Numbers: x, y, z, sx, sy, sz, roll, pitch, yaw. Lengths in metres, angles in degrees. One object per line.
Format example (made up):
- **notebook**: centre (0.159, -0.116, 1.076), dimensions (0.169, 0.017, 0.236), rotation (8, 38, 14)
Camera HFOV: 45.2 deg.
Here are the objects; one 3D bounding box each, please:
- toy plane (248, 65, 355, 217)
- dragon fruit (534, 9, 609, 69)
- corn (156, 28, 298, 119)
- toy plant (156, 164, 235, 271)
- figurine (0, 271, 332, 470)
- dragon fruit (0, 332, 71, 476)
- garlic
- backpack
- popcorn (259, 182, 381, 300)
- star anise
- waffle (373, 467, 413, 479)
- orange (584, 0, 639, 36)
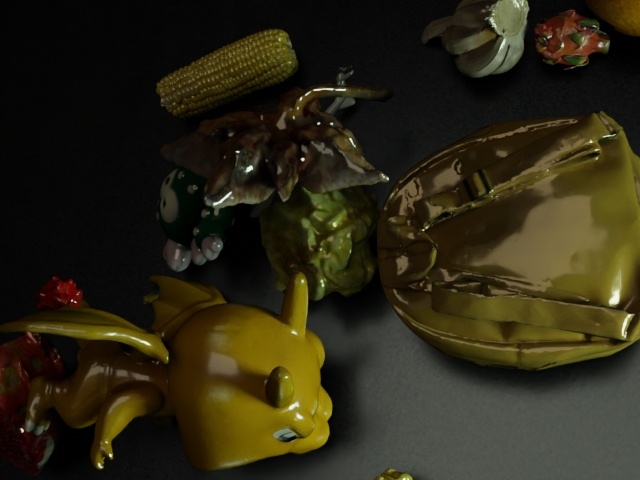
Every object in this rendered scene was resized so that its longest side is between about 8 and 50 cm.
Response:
- **toy plane**: centre (-0.032, -0.149, 1.250), dimensions (0.182, 0.107, 0.273), rotation (-15, 36, 56)
- **dragon fruit**: centre (0.385, -0.307, 1.174), dimensions (0.116, 0.086, 0.081), rotation (-3, 32, 7)
- **corn**: centre (-0.158, -0.285, 1.317), dimensions (0.244, 0.093, 0.093), rotation (-19, 67, 10)
- **toy plant**: centre (-0.191, -0.069, 1.211), dimensions (0.243, 0.113, 0.232), rotation (-17, 61, 55)
- **figurine**: centre (-0.194, 0.173, 1.028), dimensions (0.387, 0.401, 0.267), rotation (1, 83, 14)
- **dragon fruit**: centre (-0.415, 0.235, 1.150), dimensions (0.126, 0.274, 0.161), rotation (29, 50, 13)
- **garlic**: centre (0.235, -0.320, 1.214), dimensions (0.194, 0.127, 0.131), rotation (2, 50, 44)
- **backpack**: centre (0.266, -0.002, 1.033), dimensions (0.378, 0.201, 0.353), rotation (0, 72, 14)
- **popcorn**: centre (0.001, 0.000, 1.117), dimensions (0.186, 0.167, 0.187), rotation (-14, 70, 35)
- **star anise**: centre (-0.046, -0.142, 1.055), dimensions (0.350, 0.108, 0.292), rotation (-7, 44, -7)
- **waffle**: centre (0.052, 0.386, 0.979), dimensions (0.055, 0.160, 0.210), rotation (31, 83, 24)
- **orange**: centre (0.475, -0.395, 1.116), dimensions (0.206, 0.206, 0.206), rotation (-5, 70, 15)
